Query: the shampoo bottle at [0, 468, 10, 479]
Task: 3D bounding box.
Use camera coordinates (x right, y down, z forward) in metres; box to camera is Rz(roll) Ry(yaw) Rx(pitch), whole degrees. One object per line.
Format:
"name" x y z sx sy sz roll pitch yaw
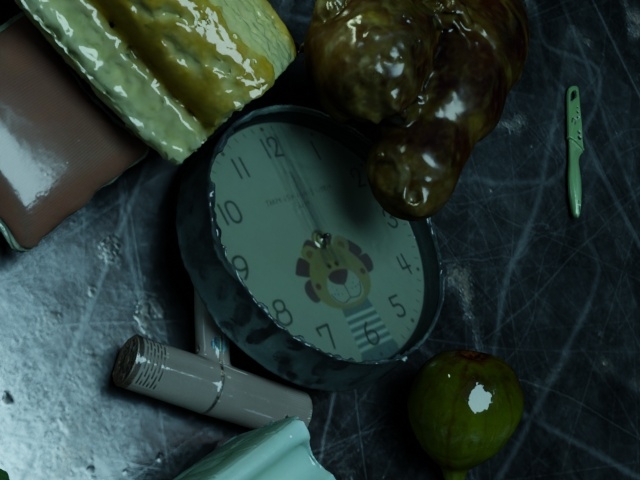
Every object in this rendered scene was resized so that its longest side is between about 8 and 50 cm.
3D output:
"shampoo bottle" -0.311 0.193 0.834 0.205 0.065 0.065 32 58 -22

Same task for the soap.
"soap" -0.117 0.254 0.889 0.261 0.150 0.094 -32 97 -39

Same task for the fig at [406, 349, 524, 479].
"fig" 0.155 0.234 1.129 0.124 0.124 0.236 -9 102 -37

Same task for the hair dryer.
"hair dryer" -0.092 0.072 1.044 0.195 0.054 0.220 24 55 -27

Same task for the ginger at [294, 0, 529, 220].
"ginger" 0.112 -0.212 1.151 0.254 0.176 0.418 57 38 -15

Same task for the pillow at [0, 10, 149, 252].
"pillow" -0.270 -0.101 0.953 0.179 0.075 0.171 51 53 -10

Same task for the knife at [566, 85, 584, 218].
"knife" 0.351 -0.124 1.435 0.030 0.014 0.207 17 64 -28

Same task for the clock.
"clock" -0.001 0.001 1.079 0.313 0.061 0.312 22 51 -30

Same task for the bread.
"bread" -0.195 -0.268 0.989 0.375 0.165 0.236 49 20 -15
